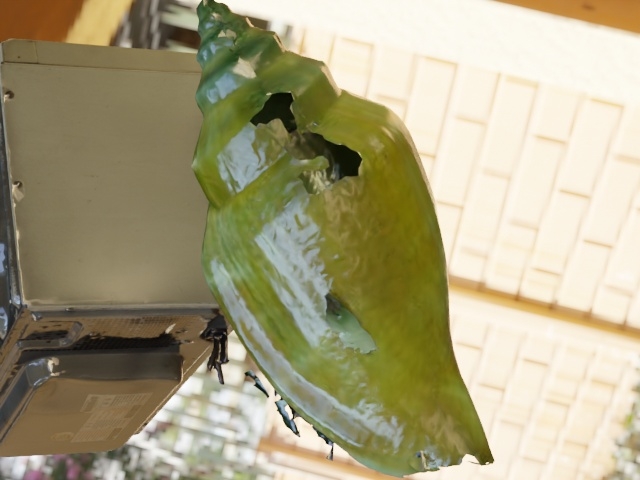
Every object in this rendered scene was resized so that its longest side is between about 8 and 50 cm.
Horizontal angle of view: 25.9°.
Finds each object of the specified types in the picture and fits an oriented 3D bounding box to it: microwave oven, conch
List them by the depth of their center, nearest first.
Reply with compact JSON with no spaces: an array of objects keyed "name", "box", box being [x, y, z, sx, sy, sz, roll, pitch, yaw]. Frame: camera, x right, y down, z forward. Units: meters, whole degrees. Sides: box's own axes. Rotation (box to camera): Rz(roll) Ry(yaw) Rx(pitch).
[{"name":"conch","box":[-0.001,-0.002,0.542,0.079,0.095,0.200,-9,-94,-67]},{"name":"microwave oven","box":[-0.152,0.019,0.849,0.240,0.145,0.194,133,135,-55]}]
